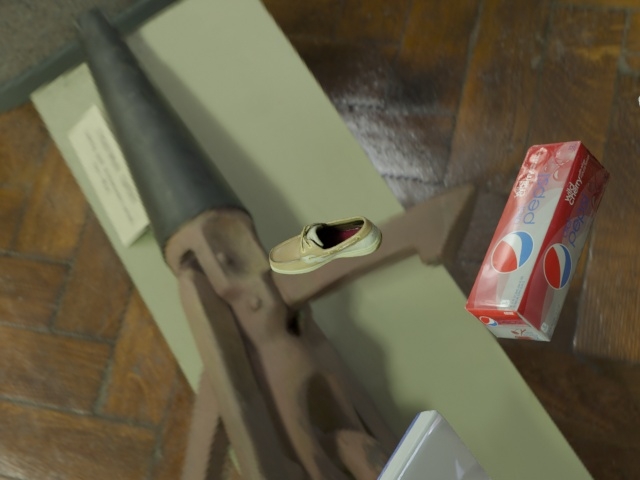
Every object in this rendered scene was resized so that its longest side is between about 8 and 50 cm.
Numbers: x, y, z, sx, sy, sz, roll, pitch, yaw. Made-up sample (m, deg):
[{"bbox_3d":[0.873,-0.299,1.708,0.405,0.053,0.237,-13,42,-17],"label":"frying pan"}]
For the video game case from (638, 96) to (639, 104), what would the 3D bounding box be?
[{"bbox_3d":[0.499,-0.140,1.552,0.173,0.022,0.190,-16,42,18],"label":"video game case"}]

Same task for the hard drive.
[{"bbox_3d":[0.109,0.378,1.397,0.040,0.210,0.318,-19,24,46],"label":"hard drive"}]

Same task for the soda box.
[{"bbox_3d":[0.289,-0.001,1.635,0.092,0.083,0.263,-1,58,48],"label":"soda box"}]

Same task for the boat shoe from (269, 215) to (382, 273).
[{"bbox_3d":[0.000,0.000,1.402,0.135,0.045,0.050,-17,52,15],"label":"boat shoe"}]
